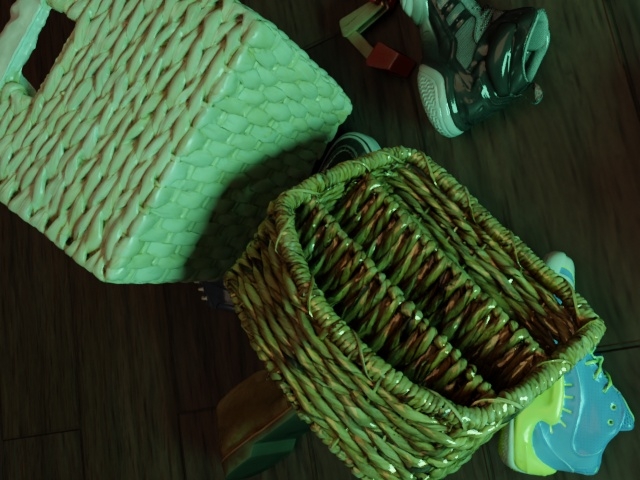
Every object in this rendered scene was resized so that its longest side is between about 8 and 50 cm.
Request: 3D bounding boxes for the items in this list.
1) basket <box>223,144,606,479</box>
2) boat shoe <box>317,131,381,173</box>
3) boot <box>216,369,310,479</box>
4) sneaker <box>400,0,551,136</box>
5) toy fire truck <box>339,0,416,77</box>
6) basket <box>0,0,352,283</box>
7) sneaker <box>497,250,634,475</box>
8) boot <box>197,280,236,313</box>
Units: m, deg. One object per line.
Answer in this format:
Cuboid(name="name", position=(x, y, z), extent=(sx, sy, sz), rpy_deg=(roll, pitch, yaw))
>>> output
Cuboid(name="basket", position=(0.074, 0.057, 0.611), extent=(0.223, 0.213, 0.299), rpy_deg=(-50, 63, 21))
Cuboid(name="boat shoe", position=(-0.003, -0.001, 0.842), extent=(0.113, 0.105, 0.306), rpy_deg=(26, 99, 32))
Cuboid(name="boot", position=(-0.041, 0.204, 0.850), extent=(0.305, 0.112, 0.115), rpy_deg=(-41, 54, 25))
Cuboid(name="sneaker", position=(0.187, -0.269, 0.755), extent=(0.153, 0.101, 0.268), rpy_deg=(-12, 84, 31))
Cuboid(name="toy fire truck", position=(0.067, -0.318, 0.863), extent=(0.192, 0.047, 0.135), rpy_deg=(39, 113, 35))
Cuboid(name="basket", position=(-0.180, -0.144, 0.756), extent=(0.266, 0.331, 0.328), rpy_deg=(35, 98, 18))
Cuboid(name="sneaker", position=(0.271, 0.136, 0.675), extent=(0.126, 0.091, 0.240), rpy_deg=(11, 90, 15))
Cuboid(name="boot", position=(-0.174, 0.057, 0.967), extent=(0.190, 0.069, 0.086), rpy_deg=(13, 89, 32))
